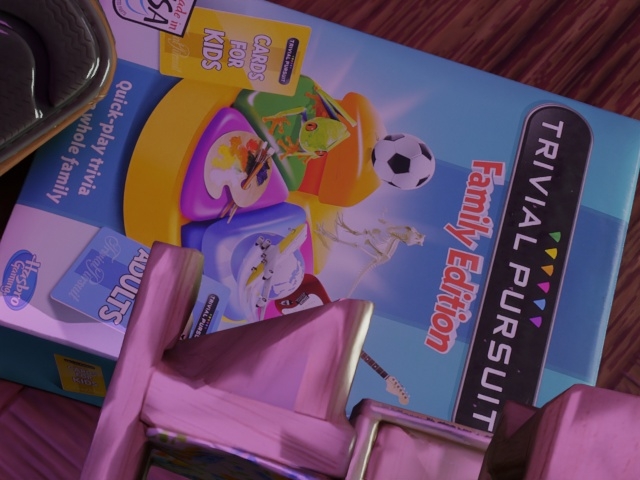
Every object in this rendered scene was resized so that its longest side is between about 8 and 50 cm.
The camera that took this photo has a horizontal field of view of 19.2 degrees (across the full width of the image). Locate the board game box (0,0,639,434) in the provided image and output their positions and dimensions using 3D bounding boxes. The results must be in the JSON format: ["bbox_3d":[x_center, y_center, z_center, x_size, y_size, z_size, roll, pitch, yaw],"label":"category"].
[{"bbox_3d":[0.000,0.000,1.091,0.336,0.079,0.253,17,61,-2],"label":"board game box"}]

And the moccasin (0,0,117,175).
[{"bbox_3d":[-0.289,-0.038,1.016,0.380,0.147,0.139,-39,106,-6],"label":"moccasin"}]

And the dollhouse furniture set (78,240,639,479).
[{"bbox_3d":[0.068,0.198,0.788,0.362,0.394,0.256,16,80,-2],"label":"dollhouse furniture set"}]
